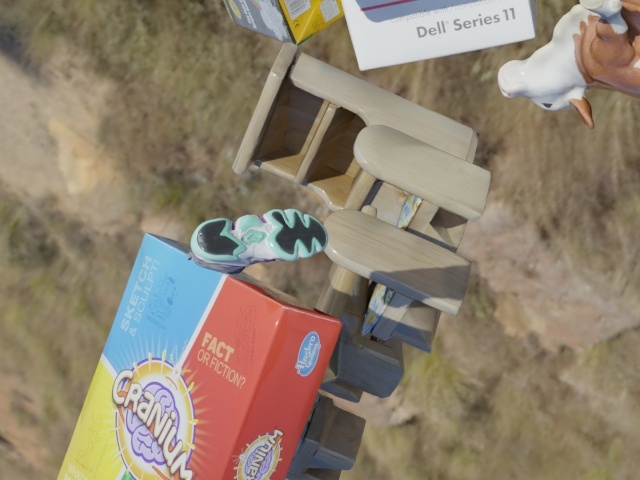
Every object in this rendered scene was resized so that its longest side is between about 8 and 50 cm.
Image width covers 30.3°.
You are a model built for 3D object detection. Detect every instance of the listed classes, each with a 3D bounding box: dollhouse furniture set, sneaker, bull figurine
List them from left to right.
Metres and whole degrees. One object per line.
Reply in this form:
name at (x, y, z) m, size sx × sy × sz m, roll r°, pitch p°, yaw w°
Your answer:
sneaker at (-0.048, 0.003, 0.851) m, size 0.098 × 0.038 × 0.069 m, roll 0°, pitch 165°, yaw -16°
dollhouse furniture set at (0.000, 0.000, 1.307) m, size 0.257 × 0.394 × 0.362 m, roll 24°, pitch 137°, yaw -3°
bull figurine at (0.276, -0.158, 0.919) m, size 0.310 × 0.101 × 0.188 m, roll 6°, pitch 162°, yaw 30°

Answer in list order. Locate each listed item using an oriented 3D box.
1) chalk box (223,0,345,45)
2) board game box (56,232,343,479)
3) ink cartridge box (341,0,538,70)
chalk box at (-0.061, -0.365, 1.584) m, size 0.213 × 0.132 × 0.132 m, roll 32°, pitch 153°, yaw 50°
board game box at (-0.124, 0.175, 1.012) m, size 0.064 × 0.316 × 0.242 m, roll 18°, pitch -177°, yaw -38°
ink cartridge box at (0.141, -0.297, 1.365) m, size 0.207 × 0.353 × 0.119 m, roll -9°, pitch 114°, yaw 16°
